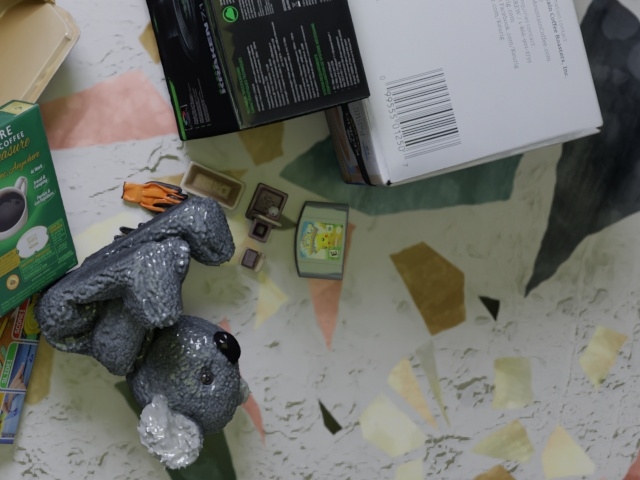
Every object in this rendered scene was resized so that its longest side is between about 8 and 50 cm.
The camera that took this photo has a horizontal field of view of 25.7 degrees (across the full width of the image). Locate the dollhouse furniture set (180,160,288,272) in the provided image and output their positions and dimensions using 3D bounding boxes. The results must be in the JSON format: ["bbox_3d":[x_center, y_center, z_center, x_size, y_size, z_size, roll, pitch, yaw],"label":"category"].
[{"bbox_3d":[-0.096,-0.028,1.463,0.114,0.081,0.091,24,89,-10],"label":"dollhouse furniture set"}]

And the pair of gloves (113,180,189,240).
[{"bbox_3d":[-0.178,-0.021,1.486,0.074,0.010,0.083,10,94,-11],"label":"pair of gloves"}]

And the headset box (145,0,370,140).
[{"bbox_3d":[-0.081,-0.232,1.356,0.131,0.283,0.246,-15,97,-16],"label":"headset box"}]

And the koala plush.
[{"bbox_3d":[-0.158,0.106,1.414,0.203,0.196,0.221,-26,103,25],"label":"koala plush"}]

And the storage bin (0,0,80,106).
[{"bbox_3d":[-0.400,-0.188,1.317,0.260,0.123,0.262,-56,139,-3],"label":"storage bin"}]

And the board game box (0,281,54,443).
[{"bbox_3d":[-0.344,0.103,1.410,0.035,0.136,0.201,15,90,34],"label":"board game box"}]

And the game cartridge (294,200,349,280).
[{"bbox_3d":[0.000,0.000,1.514,0.056,0.017,0.083,4,92,-6],"label":"game cartridge"}]

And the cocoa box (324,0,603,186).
[{"bbox_3d":[0.105,-0.246,1.410,0.231,0.228,0.347,-16,96,-9],"label":"cocoa box"}]

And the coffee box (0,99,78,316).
[{"bbox_3d":[-0.302,-0.032,1.354,0.113,0.040,0.184,-39,131,-41],"label":"coffee box"}]
